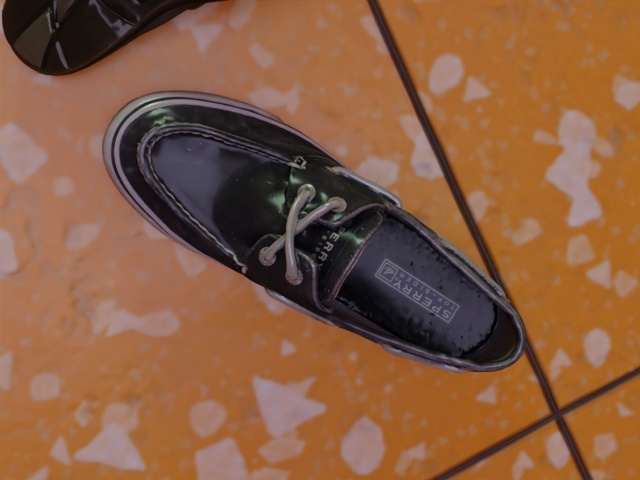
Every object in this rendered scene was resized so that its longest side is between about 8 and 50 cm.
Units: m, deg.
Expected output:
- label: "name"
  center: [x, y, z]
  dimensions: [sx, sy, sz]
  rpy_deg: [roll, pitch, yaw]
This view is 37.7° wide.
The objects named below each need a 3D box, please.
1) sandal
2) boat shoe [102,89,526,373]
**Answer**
- label: "sandal"
  center: [-0.094, -0.171, 0.588]
  dimensions: [0.219, 0.060, 0.090]
  rpy_deg: [-29, 96, 9]
- label: "boat shoe"
  center: [0.000, 0.000, 0.601]
  dimensions: [0.301, 0.102, 0.108]
  rpy_deg: [33, 91, -13]
